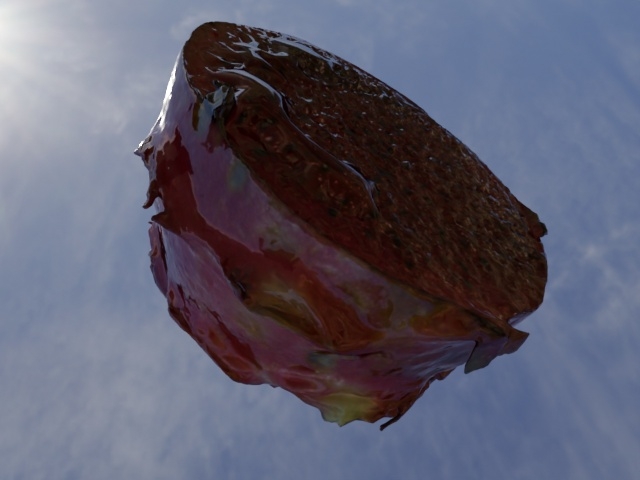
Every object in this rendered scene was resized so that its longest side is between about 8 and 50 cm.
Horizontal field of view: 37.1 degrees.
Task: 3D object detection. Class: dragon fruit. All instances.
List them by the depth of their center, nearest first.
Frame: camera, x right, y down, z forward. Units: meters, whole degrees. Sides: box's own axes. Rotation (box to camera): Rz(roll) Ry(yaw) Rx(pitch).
[{"bbox_3d":[0.000,0.000,0.819,0.371,0.249,0.386,10,-143,-39],"label":"dragon fruit"}]
